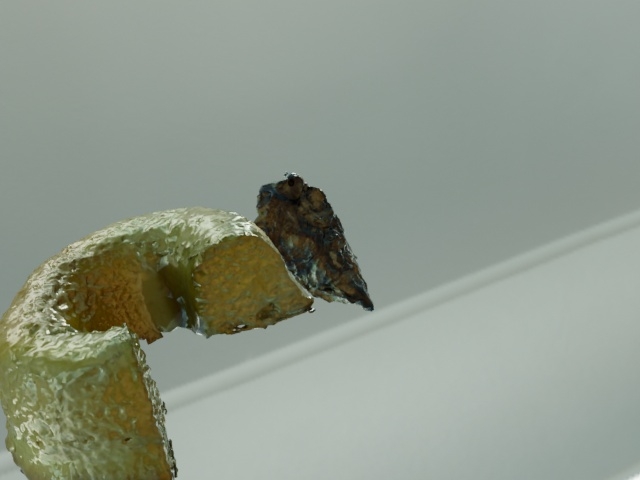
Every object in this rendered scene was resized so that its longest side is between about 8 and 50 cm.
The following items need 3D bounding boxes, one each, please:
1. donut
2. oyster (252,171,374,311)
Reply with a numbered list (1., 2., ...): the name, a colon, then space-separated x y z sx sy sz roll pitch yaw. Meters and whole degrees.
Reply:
1. donut: -0.099 0.046 0.763 0.181 0.146 0.078 -51 -47 -37
2. oyster: 0.000 0.000 1.225 0.132 0.029 0.086 29 -110 -22
